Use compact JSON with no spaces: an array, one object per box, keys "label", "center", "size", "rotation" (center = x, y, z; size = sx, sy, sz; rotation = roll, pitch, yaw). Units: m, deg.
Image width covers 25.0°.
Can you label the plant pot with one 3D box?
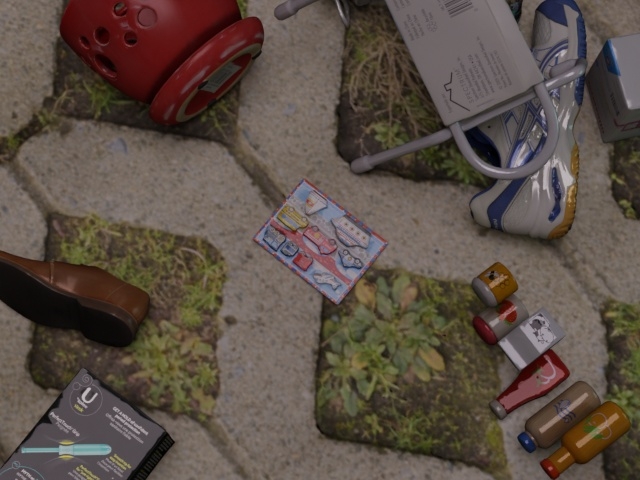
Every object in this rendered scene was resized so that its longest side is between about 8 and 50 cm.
[{"label":"plant pot","center":[-0.177,-0.238,1.657],"size":[0.191,0.191,0.174],"rotation":[-40,85,-9]}]

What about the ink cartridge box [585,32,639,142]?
[{"label":"ink cartridge box","center":[0.353,-0.175,1.669],"size":[0.052,0.122,0.088],"rotation":[-12,76,-7]}]

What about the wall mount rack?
[{"label":"wall mount rack","center":[0.113,-0.217,1.591],"size":[0.304,0.130,0.350],"rotation":[-24,98,17]}]

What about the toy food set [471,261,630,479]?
[{"label":"toy food set","center":[0.224,0.147,1.591],"size":[0.104,0.111,0.232],"rotation":[-36,81,-9]}]

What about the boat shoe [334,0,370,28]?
[{"label":"boat shoe","center":[0.048,-0.331,1.711],"size":[0.367,0.136,0.156],"rotation":[28,100,14]}]

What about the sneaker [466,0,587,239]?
[{"label":"sneaker","center":[0.237,-0.151,1.670],"size":[0.131,0.112,0.296],"rotation":[5,73,7]}]

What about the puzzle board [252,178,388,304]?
[{"label":"puzzle board","center":[0.000,0.000,1.683],"size":[0.128,0.011,0.096],"rotation":[38,79,9]}]

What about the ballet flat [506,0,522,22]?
[{"label":"ballet flat","center":[0.194,-0.344,1.742],"size":[0.070,0.070,0.188],"rotation":[-27,77,-6]}]

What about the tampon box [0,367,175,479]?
[{"label":"tampon box","center":[-0.257,0.243,1.575],"size":[0.120,0.101,0.161],"rotation":[36,78,8]}]

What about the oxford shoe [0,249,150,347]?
[{"label":"oxford shoe","center":[-0.296,0.053,1.652],"size":[0.212,0.076,0.076],"rotation":[21,47,8]}]
